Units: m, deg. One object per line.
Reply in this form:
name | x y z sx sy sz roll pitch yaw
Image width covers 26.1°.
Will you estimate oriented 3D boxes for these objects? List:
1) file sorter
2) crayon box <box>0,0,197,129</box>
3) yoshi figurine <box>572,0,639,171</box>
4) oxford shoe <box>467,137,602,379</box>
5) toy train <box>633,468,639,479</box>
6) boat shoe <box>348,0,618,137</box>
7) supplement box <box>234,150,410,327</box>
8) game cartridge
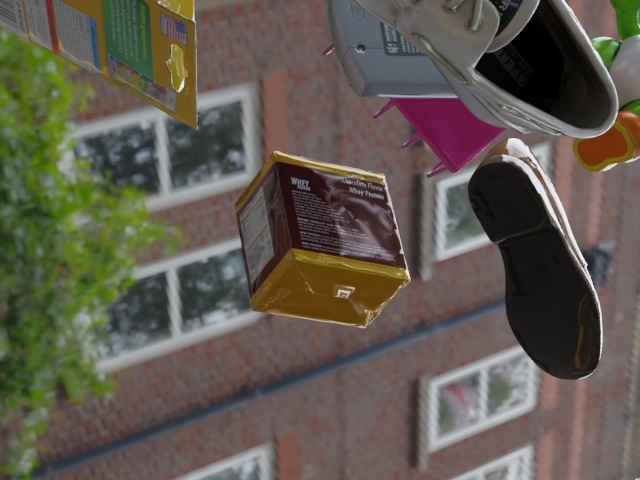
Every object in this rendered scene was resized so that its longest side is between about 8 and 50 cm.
file sorter | 0.174 -0.271 2.261 0.290 0.202 0.182 50 -14 -4
crayon box | -0.263 -0.289 1.665 0.323 0.083 0.203 29 -30 13
yoshi figurine | 0.445 -0.234 1.697 0.203 0.362 0.203 22 -47 45
oxford shoe | 0.182 0.014 1.102 0.076 0.076 0.212 -9 -64 26
toy train | 0.402 0.410 1.868 0.143 0.105 0.248 120 -5 -85
boat shoe | 0.082 -0.137 0.776 0.088 0.096 0.267 26 -13 48
supplement box | 0.000 0.000 1.976 0.129 0.191 0.194 -50 -140 42
game cartridge | 0.108 -0.329 1.956 0.062 0.198 0.297 103 -18 -60
